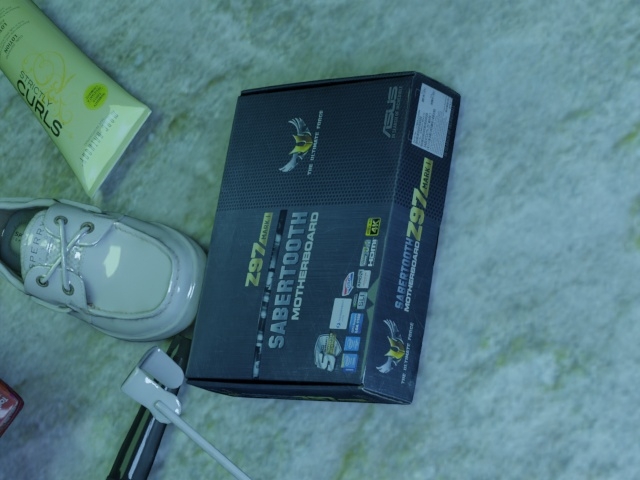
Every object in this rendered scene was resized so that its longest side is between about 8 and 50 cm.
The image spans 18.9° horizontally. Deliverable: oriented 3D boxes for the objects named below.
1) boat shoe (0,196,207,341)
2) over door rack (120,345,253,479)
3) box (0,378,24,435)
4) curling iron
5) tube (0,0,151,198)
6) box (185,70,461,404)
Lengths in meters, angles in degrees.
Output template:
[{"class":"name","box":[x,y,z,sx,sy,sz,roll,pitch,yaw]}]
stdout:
[{"class":"boat shoe","box":[-0.203,0.017,1.555,0.277,0.096,0.098,11,82,46]},{"class":"over door rack","box":[-0.088,0.267,1.266,0.324,0.108,0.239,43,106,18]},{"class":"box","box":[-0.363,0.193,1.546,0.257,0.123,0.128,-52,1,-8]},{"class":"curling iron","box":[-0.144,0.205,1.473,0.068,0.035,0.274,12,78,27]},{"class":"tube","box":[-0.228,-0.139,1.672,0.240,0.062,0.070,48,149,38]},{"class":"box","box":[0.000,0.000,1.391,0.183,0.059,0.232,-1,73,45]}]
